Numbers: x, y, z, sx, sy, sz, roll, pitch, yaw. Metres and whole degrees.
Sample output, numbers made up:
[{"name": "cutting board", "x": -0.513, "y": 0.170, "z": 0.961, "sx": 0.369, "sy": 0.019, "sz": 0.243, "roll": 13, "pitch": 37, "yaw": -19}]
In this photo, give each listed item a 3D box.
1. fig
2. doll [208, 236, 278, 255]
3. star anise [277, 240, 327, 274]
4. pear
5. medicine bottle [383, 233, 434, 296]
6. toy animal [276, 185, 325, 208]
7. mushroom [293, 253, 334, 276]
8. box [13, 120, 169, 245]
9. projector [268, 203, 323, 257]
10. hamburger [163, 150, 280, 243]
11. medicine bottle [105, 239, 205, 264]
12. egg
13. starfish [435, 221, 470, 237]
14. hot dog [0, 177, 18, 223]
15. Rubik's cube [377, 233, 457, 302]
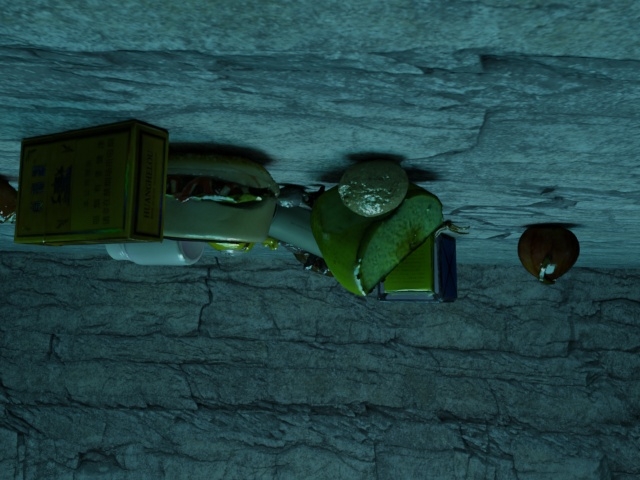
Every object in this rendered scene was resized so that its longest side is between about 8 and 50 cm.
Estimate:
[{"name": "fig", "x": 0.730, "y": 0.045, "z": 2.166, "sx": 0.205, "sy": 0.205, "sz": 0.205, "roll": 2, "pitch": 174, "yaw": 0}, {"name": "doll", "x": -0.288, "y": -0.036, "z": 1.915, "sx": 0.363, "sy": 0.145, "sz": 0.199, "roll": 11, "pitch": -178, "yaw": -33}, {"name": "star anise", "x": -0.005, "y": -0.001, "z": 2.015, "sx": 0.257, "sy": 0.198, "sz": 0.110, "roll": 18, "pitch": 148, "yaw": -19}, {"name": "pear", "x": 0.095, "y": -0.049, "z": 1.469, "sx": 0.292, "sy": 0.292, "sz": 0.159, "roll": -2, "pitch": 132, "yaw": 30}, {"name": "medicine bottle", "x": 0.252, "y": 0.031, "z": 1.895, "sx": 0.141, "sy": 0.250, "sz": 0.137, "roll": -3, "pitch": 171, "yaw": 19}, {"name": "toy animal", "x": -0.068, "y": -0.099, "z": 1.609, "sx": 0.202, "sy": 0.070, "sz": 0.105, "roll": -1, "pitch": -166, "yaw": -15}, {"name": "mushroom", "x": -0.007, "y": 0.023, "z": 2.221, "sx": 0.278, "sy": 0.146, "sz": 0.278, "roll": 34, "pitch": 165, "yaw": 10}, {"name": "box", "x": -0.404, "y": -0.090, "z": 1.175, "sx": 0.301, "sy": 0.193, "sz": 0.084, "roll": -2, "pitch": 173, "yaw": 32}, {"name": "projector", "x": -0.048, "y": -0.030, "z": 1.806, "sx": 0.108, "sy": 0.108, "sz": 0.337, "roll": -3, "pitch": 162, "yaw": 39}, {"name": "hamburger", "x": -0.225, "y": -0.081, "z": 1.342, "sx": 0.302, "sy": 0.170, "sz": 0.302, "roll": 4, "pitch": 178, "yaw": 0}, {"name": "medicine bottle", "x": -0.530, "y": -0.003, "z": 2.156, "sx": 0.293, "sy": 0.170, "sz": 0.170, "roll": -2, "pitch": 173, "yaw": 23}, {"name": "egg", "x": 0.101, "y": -0.104, "z": 1.301, "sx": 0.140, "sy": 0.116, "sz": 0.118, "roll": -20, "pitch": 149, "yaw": -6}, {"name": "starfish", "x": 0.397, "y": -0.037, "z": 2.168, "sx": 0.133, "sy": 0.041, "sz": 0.130, "roll": 11, "pitch": 162, "yaw": -24}, {"name": "hot dog", "x": -0.795, "y": -0.111, "z": 1.591, "sx": 0.146, "sy": 0.103, "sz": 0.213, "roll": 23, "pitch": 175, "yaw": 29}, {"name": "Rubik's cube", "x": 0.365, "y": 0.112, "z": 2.551, "sx": 0.255, "sy": 0.260, "sz": 0.259, "roll": -4, "pitch": 172, "yaw": 25}]
